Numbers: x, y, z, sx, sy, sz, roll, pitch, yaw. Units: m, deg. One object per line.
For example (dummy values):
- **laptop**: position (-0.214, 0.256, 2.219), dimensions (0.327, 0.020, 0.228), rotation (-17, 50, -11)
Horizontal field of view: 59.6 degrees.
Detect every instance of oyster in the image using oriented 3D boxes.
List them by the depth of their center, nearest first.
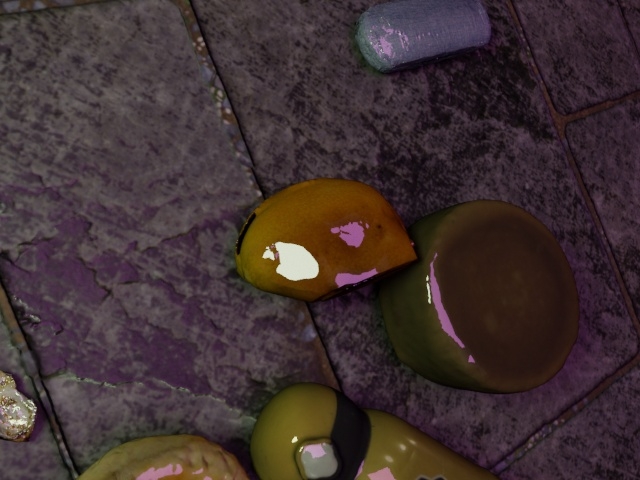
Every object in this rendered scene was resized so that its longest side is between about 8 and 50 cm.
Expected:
- **oyster**: position (-0.344, 0.186, 0.610), dimensions (0.054, 0.019, 0.083), rotation (-39, 96, -29)

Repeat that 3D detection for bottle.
- **bottle**: position (0.071, 0.308, 0.709), dimensions (0.351, 0.171, 0.171), rotation (34, 67, -16)

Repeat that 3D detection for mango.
- **mango**: position (0.000, 0.000, 0.756), dimensions (0.236, 0.136, 0.166), rotation (-19, 75, -23)

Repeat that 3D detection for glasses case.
- **glasses case**: position (0.182, -0.358, 0.951), dimensions (0.282, 0.067, 0.109), rotation (-22, 88, -27)

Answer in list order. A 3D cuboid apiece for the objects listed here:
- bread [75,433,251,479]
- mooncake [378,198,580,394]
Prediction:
- **bread**: position (-0.186, 0.330, 0.598), dimensions (0.244, 0.134, 0.244), rotation (7, 74, -25)
- **mooncake**: position (0.231, 0.085, 0.840), dimensions (0.284, 0.155, 0.284), rotation (5, 78, -23)
